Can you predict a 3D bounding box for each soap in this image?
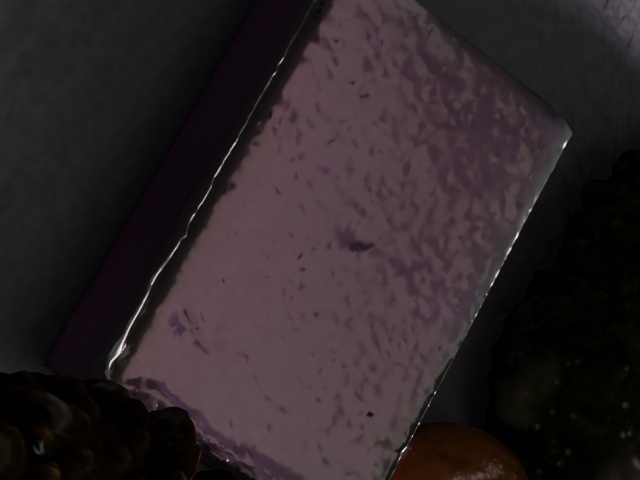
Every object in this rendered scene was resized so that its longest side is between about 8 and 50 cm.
[{"bbox_3d":[-0.001,0.000,0.961,0.181,0.081,0.259,34,77,-27],"label":"soap"}]

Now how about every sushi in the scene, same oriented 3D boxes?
[{"bbox_3d":[0.245,0.114,1.208,0.294,0.178,0.352,-15,117,-39],"label":"sushi"}]

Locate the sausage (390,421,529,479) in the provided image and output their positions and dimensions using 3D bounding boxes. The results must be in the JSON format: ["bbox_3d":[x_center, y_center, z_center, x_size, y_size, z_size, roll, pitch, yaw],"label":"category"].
[{"bbox_3d":[0.012,0.182,1.053,0.270,0.109,0.109,-28,122,-36],"label":"sausage"}]

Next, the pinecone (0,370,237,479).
[{"bbox_3d":[-0.153,0.196,0.794,0.246,0.246,0.292,-23,129,-39],"label":"pinecone"}]
